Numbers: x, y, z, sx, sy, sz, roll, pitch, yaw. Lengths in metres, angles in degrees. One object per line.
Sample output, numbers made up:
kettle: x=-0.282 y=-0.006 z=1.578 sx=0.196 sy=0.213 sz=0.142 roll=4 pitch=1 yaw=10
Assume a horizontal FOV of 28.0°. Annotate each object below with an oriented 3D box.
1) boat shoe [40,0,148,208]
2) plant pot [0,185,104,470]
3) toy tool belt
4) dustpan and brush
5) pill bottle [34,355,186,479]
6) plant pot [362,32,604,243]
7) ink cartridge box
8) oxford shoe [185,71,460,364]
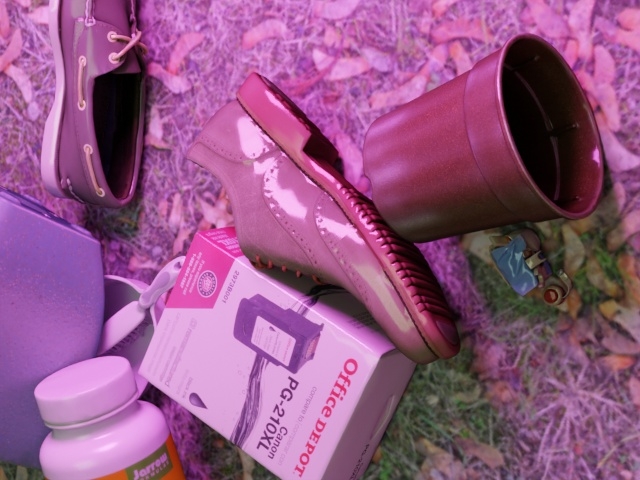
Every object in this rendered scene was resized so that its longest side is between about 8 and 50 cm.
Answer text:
boat shoe: x=-0.228 y=-0.184 z=1.362 sx=0.091 sy=0.109 sz=0.305 roll=16 pitch=108 yaw=27
plant pot: x=-0.377 y=0.063 z=1.373 sx=0.247 sy=0.248 sz=0.252 roll=28 pitch=90 yaw=41
toy tool belt: x=0.187 y=0.027 z=1.172 sx=0.052 sy=0.051 sz=0.083 roll=-42 pitch=74 yaw=26
dustpan and brush: x=-0.197 y=0.077 z=1.390 sx=0.211 sy=0.060 sz=0.147 roll=-40 pitch=75 yaw=26
pill bottle: x=-0.211 y=0.252 z=1.336 sx=0.136 sy=0.136 sz=0.246 roll=-6 pitch=108 yaw=30
plant pot: x=0.138 y=-0.077 z=1.139 sx=0.165 sy=0.167 sz=0.167 roll=-19 pitch=85 yaw=38
ink cartridge box: x=-0.041 y=0.117 z=1.282 sx=0.237 sy=0.100 sz=0.172 roll=32 pitch=110 yaw=24
oxford shoe: x=0.000 y=0.000 z=1.226 sx=0.130 sy=0.123 sz=0.348 roll=-42 pitch=63 yaw=9
